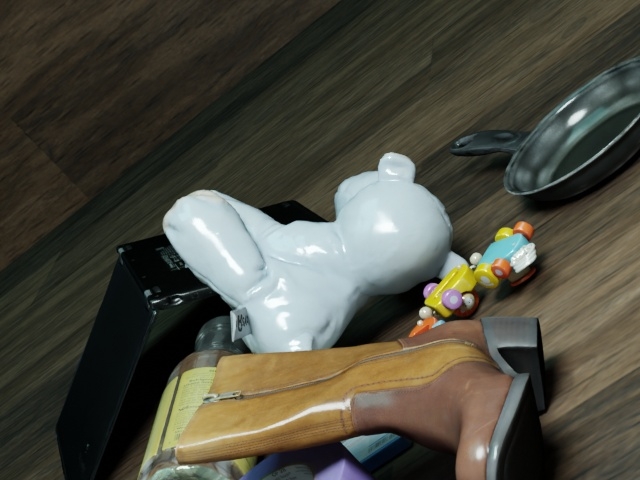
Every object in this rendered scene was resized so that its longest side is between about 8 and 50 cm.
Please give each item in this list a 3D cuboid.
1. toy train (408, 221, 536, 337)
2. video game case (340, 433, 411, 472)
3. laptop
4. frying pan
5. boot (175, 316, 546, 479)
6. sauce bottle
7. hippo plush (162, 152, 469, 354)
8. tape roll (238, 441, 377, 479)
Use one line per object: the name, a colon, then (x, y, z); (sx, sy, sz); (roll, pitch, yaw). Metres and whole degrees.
toy train: (0.142, 0.057, 1.382); (0.166, 0.046, 0.125); (-40, 17, 18)
video game case: (0.038, 0.167, 1.390); (0.119, 0.015, 0.166); (-37, 17, 21)
laptop: (-0.159, 0.132, 1.941); (0.408, 0.236, 0.382); (-16, 13, -11)
frying pan: (0.225, -0.085, 1.540); (0.326, 0.053, 0.197); (-28, 21, 45)
boot: (0.024, 0.132, 1.141); (0.280, 0.096, 0.264); (-6, 25, 11)
sauce bottle: (-0.110, 0.180, 1.532); (0.111, 0.111, 0.344); (-37, 17, 19)
hippo plush: (0.000, 0.000, 1.507); (0.236, 0.234, 0.294); (-37, 7, 0)
tape roll: (-0.028, 0.251, 1.213); (0.189, 0.080, 0.189); (-39, 17, 14)
